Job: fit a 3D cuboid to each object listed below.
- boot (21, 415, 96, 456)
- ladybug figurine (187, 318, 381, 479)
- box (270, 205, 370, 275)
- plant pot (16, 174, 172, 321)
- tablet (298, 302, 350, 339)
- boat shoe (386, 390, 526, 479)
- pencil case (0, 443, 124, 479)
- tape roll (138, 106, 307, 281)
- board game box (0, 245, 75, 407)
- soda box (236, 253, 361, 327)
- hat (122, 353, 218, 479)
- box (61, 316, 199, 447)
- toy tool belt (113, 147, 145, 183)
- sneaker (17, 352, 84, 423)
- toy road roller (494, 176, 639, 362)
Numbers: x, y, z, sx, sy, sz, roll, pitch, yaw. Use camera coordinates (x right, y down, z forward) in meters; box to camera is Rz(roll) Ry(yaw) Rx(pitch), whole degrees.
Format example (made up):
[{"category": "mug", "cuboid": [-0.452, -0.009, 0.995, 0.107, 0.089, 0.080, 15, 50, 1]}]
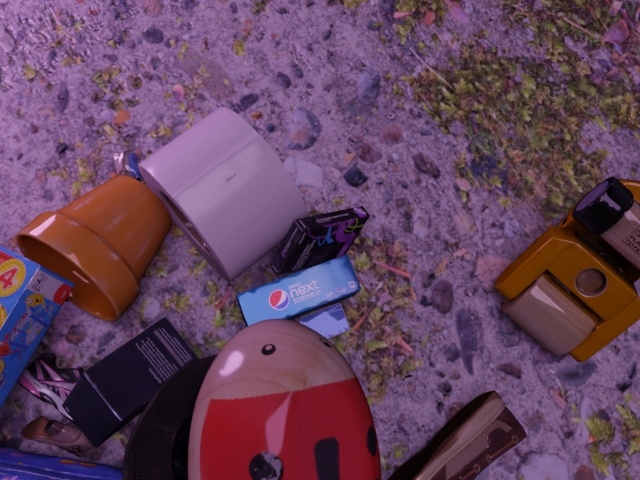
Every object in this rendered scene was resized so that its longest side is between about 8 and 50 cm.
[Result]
[{"category": "boot", "cuboid": [-0.422, 0.323, 1.022, 0.087, 0.118, 0.042, 47, 47, -29]}, {"category": "ladybug figurine", "cuboid": [-0.029, 0.338, 0.914, 0.305, 0.162, 0.449, -6, 86, -34]}, {"category": "box", "cuboid": [0.000, 0.000, 1.089, 0.162, 0.116, 0.029, -12, 55, -40]}, {"category": "plant pot", "cuboid": [-0.355, -0.001, 1.046, 0.205, 0.205, 0.188, 36, 59, 2]}, {"category": "tablet", "cuboid": [0.008, 0.152, 1.143, 0.083, 0.006, 0.054, -20, 80, -12]}, {"category": "boat shoe", "cuboid": [0.213, 0.406, 1.055, 0.342, 0.123, 0.123, -38, 83, -20]}, {"category": "pencil case", "cuboid": [-0.422, 0.386, 0.969, 0.306, 0.133, 0.119, 14, 46, -5]}, {"category": "tape roll", "cuboid": [-0.161, -0.076, 1.054, 0.169, 0.246, 0.246, -39, 84, -15]}, {"category": "board game box", "cuboid": [-0.586, 0.135, 0.967, 0.308, 0.086, 0.301, 19, 73, 24]}, {"category": "soda box", "cuboid": [-0.039, 0.096, 1.119, 0.210, 0.067, 0.071, -20, 80, -12]}, {"category": "hat", "cuboid": [-0.161, 0.328, 1.006, 0.331, 0.134, 0.331, 5, 81, -32]}, {"category": "box", "cuboid": [-0.297, 0.222, 0.983, 0.093, 0.156, 0.158, 50, 47, 5]}, {"category": "toy tool belt", "cuboid": [-0.341, -0.124, 1.140, 0.051, 0.052, 0.083, -16, 80, -2]}, {"category": "sneaker", "cuboid": [-0.408, 0.249, 1.036, 0.178, 0.072, 0.077, 37, 64, -4]}, {"category": "toy road roller", "cuboid": [0.500, 0.036, 1.164, 0.202, 0.240, 0.329, 42, 113, 3]}]
